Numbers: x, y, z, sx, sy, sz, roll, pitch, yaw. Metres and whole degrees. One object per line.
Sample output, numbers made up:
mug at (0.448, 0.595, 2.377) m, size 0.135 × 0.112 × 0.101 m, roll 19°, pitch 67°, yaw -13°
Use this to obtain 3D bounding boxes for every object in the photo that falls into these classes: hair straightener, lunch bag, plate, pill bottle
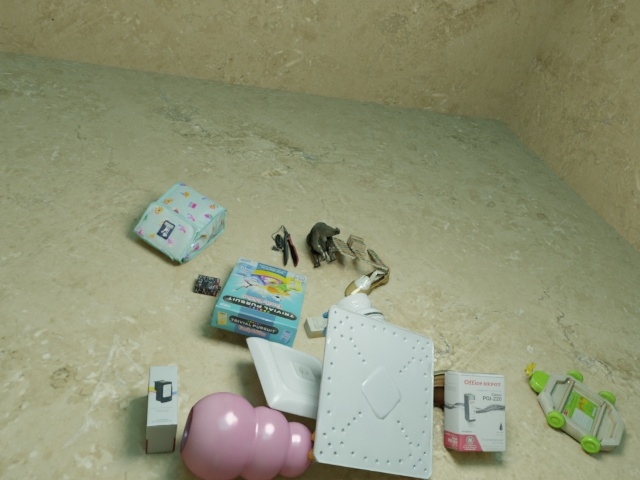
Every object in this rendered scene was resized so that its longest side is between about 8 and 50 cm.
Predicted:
hair straightener at (-0.145, 0.013, 2.029) m, size 0.089 × 0.047 × 0.230 m, roll 5°, pitch 39°, yaw -18°
lunch bag at (-0.501, -0.055, 1.876) m, size 0.224 × 0.160 × 0.262 m, roll 31°, pitch 49°, yaw 11°
plate at (-0.057, 0.383, 1.470) m, size 0.278 × 0.045 × 0.277 m, roll 27°, pitch 15°, yaw -32°
pill bottle at (0.151, 0.314, 1.654) m, size 0.162 × 0.162 × 0.278 m, roll -6°, pitch 51°, yaw -30°

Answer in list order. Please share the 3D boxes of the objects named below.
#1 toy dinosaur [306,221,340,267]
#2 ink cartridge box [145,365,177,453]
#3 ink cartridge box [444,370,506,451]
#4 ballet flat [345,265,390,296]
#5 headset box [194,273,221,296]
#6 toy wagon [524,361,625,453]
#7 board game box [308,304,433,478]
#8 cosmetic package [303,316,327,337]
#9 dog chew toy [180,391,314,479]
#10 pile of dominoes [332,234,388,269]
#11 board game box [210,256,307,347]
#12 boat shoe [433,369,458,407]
toy dinosaur at (0.000, 0.000, 1.983) m, size 0.121 × 0.313 × 0.160 m, roll -22°, pitch 73°, yaw -9°
ink cartridge box at (-0.401, 0.425, 1.327) m, size 0.073 × 0.127 × 0.175 m, roll 2°, pitch 39°, yaw -17°
ink cartridge box at (0.453, 0.499, 1.539) m, size 0.159 × 0.092 × 0.217 m, roll 7°, pitch 76°, yaw -16°
ballet flat at (0.180, 0.150, 1.974) m, size 0.080 × 0.073 × 0.232 m, roll 40°, pitch 42°, yaw 24°
headset box at (-0.377, 0.152, 1.764) m, size 0.083 × 0.032 × 0.062 m, roll 13°, pitch 38°, yaw -10°
toy wagon at (0.839, 0.544, 1.764) m, size 0.344 × 0.068 × 0.267 m, roll 35°, pitch 39°, yaw 21°
board game box at (0.150, 0.412, 1.416) m, size 0.390 × 0.050 × 0.389 m, roll 23°, pitch 60°, yaw -29°
cosmetic package at (0.009, 0.288, 1.750) m, size 0.115 × 0.041 × 0.060 m, roll 0°, pitch 42°, yaw -23°
dog chew toy at (-0.165, 0.495, 1.290) m, size 0.332 × 0.206 × 0.206 m, roll 16°, pitch 36°, yaw -16°
pile of dominoes at (0.152, 0.032, 2.056) m, size 0.196 × 0.040 × 0.251 m, roll 18°, pitch 13°, yaw -14°
board game box at (-0.185, 0.189, 1.703) m, size 0.254 × 0.079 × 0.336 m, roll 16°, pitch 24°, yaw -3°
boat shoe at (0.422, 0.477, 1.630) m, size 0.308 × 0.110 × 0.104 m, roll 4°, pitch 38°, yaw -19°
